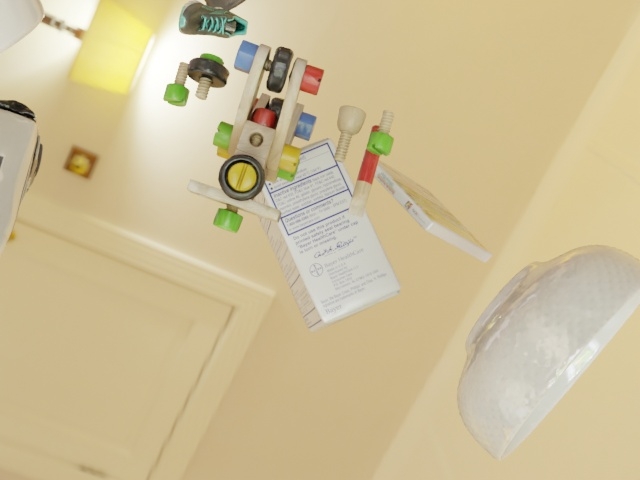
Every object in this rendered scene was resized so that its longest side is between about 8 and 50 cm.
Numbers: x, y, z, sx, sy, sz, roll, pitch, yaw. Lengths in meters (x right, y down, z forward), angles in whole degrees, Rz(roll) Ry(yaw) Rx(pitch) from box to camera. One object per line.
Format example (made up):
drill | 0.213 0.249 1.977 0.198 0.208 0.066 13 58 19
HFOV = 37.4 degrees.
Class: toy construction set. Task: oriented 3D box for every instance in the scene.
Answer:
toy construction set | -0.055 -0.103 1.292 0.257 0.308 0.237 -7 -114 62

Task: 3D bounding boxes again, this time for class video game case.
video game case | 0.195 -0.057 1.726 0.026 0.227 0.206 -50 -128 13

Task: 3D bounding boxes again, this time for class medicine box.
medicine box | 0.000 0.000 1.683 0.263 0.149 0.289 124 -58 -80

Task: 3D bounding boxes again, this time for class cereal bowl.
cereal bowl | 0.303 0.134 1.307 0.339 0.141 0.339 -42 158 -21

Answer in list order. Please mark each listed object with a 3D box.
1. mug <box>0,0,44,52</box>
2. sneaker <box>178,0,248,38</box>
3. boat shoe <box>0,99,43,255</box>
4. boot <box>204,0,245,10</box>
mug | -0.563 -0.370 1.147 0.374 0.328 0.276 8 -138 42
sneaker | -0.191 -0.398 1.719 0.166 0.076 0.065 -23 128 -58
boat shoe | -0.568 -0.063 1.647 0.158 0.127 0.341 116 -7 -75
boot | -0.181 -0.583 1.863 0.263 0.229 0.091 -34 -139 19
